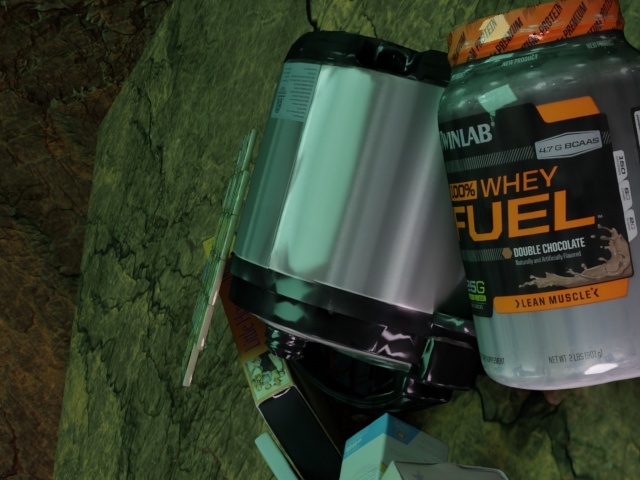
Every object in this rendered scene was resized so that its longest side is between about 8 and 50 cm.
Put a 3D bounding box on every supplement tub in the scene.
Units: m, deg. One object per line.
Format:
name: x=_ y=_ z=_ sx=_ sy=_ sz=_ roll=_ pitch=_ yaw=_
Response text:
supplement tub: x=0.227 y=-0.044 z=0.975 sx=0.207 sy=0.207 sz=0.338 roll=-7 pitch=94 yaw=63

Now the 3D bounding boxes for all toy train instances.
toy train: x=0.076 y=0.173 z=1.517 sx=0.105 sy=0.080 sz=0.184 roll=-29 pitch=46 yaw=44

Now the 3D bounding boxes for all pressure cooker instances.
pressure cooker: x=0.080 y=-0.009 z=1.252 sx=0.370 sy=0.376 sz=0.420 roll=7 pitch=-82 yaw=-81

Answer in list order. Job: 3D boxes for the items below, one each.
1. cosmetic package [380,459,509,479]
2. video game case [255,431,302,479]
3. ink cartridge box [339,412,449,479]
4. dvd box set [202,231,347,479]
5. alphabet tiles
cosmetic package: x=0.087 y=0.374 z=1.026 sx=0.296 sy=0.153 sz=0.129 roll=-65 pitch=34 yaw=22
video game case: x=0.005 y=0.383 z=1.357 sx=0.026 sy=0.206 sz=0.227 roll=-34 pitch=39 yaw=-7
ink cartridge box: x=0.077 y=0.288 z=1.162 sx=0.090 sy=0.092 sz=0.143 roll=-42 pitch=24 yaw=43
dvd box set: x=-0.049 y=0.199 z=1.523 sx=0.062 sy=0.307 sz=0.420 roll=-29 pitch=34 yaw=1
alphabet tiles: x=-0.140 y=0.019 z=1.399 sx=0.285 sy=0.011 sz=0.342 roll=-163 pitch=88 yaw=-81
